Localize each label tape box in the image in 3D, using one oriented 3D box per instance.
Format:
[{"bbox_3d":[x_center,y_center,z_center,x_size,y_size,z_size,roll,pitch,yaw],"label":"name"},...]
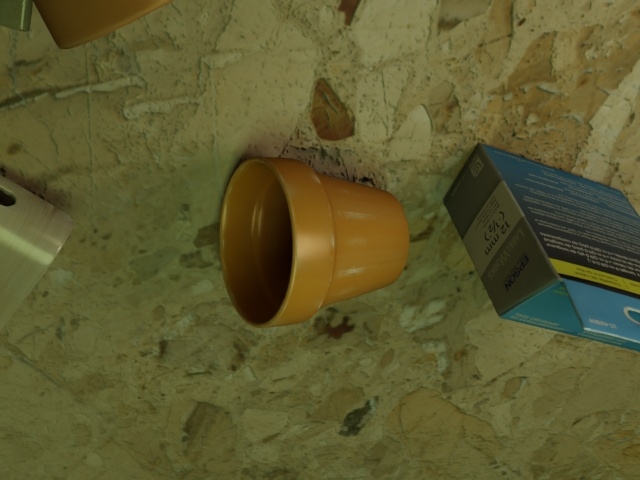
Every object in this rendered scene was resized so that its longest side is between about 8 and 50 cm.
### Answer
[{"bbox_3d":[0.324,0.044,1.076,0.249,0.348,0.115,15,125,-23],"label":"label tape box"}]

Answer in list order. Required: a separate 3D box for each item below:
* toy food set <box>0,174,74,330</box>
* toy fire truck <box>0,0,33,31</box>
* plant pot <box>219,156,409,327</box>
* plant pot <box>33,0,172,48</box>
[{"bbox_3d":[-0.477,0.026,1.077,0.219,0.092,0.306,33,116,-20],"label":"toy food set"},{"bbox_3d":[-0.379,-0.289,0.773,0.246,0.158,0.217,6,128,-19],"label":"toy fire truck"},{"bbox_3d":[0.000,0.000,1.085,0.188,0.205,0.205,-2,132,-30],"label":"plant pot"},{"bbox_3d":[-0.150,-0.321,0.730,0.291,0.291,0.203,-25,115,10],"label":"plant pot"}]
